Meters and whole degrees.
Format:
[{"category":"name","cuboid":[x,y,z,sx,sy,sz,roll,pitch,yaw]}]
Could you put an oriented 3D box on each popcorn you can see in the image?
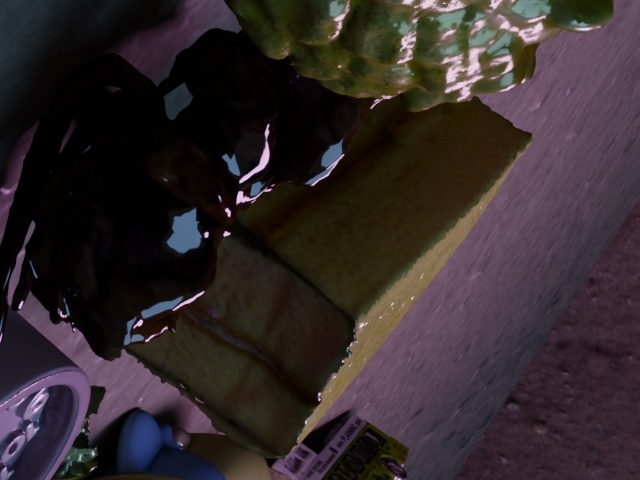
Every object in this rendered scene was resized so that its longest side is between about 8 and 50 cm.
[{"category":"popcorn","cuboid":[0.052,-0.194,0.783,0.236,0.252,0.206,-20,145,13]}]

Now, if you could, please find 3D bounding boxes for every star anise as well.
[{"category":"star anise","cuboid":[-0.073,-0.041,0.850,0.190,0.126,0.220,-9,-148,44]}]

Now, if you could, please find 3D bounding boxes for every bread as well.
[{"category":"bread","cuboid":[0.003,-0.003,1.129,0.264,0.167,0.163,-39,163,-44]}]

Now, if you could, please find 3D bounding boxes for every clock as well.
[{"category":"clock","cuboid":[-0.222,0.130,0.952,0.197,0.068,0.197,-48,166,-16]}]

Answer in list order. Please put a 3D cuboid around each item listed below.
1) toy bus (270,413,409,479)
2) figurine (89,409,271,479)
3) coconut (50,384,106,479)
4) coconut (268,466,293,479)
[{"category":"toy bus","cuboid":[0.013,0.301,2.011,0.113,0.139,0.301,-55,174,16]},{"category":"figurine","cuboid":[-0.122,0.245,1.392,0.180,0.153,0.262,-66,160,-1]},{"category":"coconut","cuboid":[-0.193,0.149,1.114,0.158,0.055,0.133,-52,173,11]},{"category":"coconut","cuboid":[-0.089,0.337,1.607,0.224,0.224,0.234,-31,155,-56]}]
